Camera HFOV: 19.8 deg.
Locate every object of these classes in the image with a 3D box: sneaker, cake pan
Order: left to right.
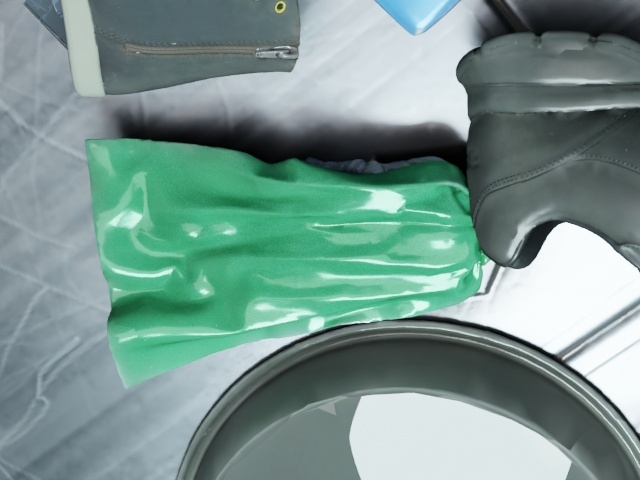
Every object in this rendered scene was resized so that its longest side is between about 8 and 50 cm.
[{"bbox_3d":[-0.068,-0.156,0.864,0.118,0.083,0.222,-4,149,-3],"label":"sneaker"},{"bbox_3d":[0.053,0.190,1.028,0.293,0.054,0.293,3,109,8],"label":"cake pan"},{"bbox_3d":[0.205,-0.033,0.877,0.286,0.109,0.130,2,85,22],"label":"sneaker"}]

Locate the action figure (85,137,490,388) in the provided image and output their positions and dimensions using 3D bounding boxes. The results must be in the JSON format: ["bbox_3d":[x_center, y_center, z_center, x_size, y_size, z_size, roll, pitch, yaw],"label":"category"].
[{"bbox_3d":[0.000,0.000,0.967,0.232,0.063,0.137,-5,106,11],"label":"action figure"}]

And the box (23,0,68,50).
[{"bbox_3d":[-0.104,-0.130,0.962,0.083,0.018,0.067,-40,100,19],"label":"box"}]

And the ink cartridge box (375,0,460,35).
[{"bbox_3d":[0.006,-0.334,0.796,0.395,0.166,0.285,43,110,-6],"label":"ink cartridge box"}]
